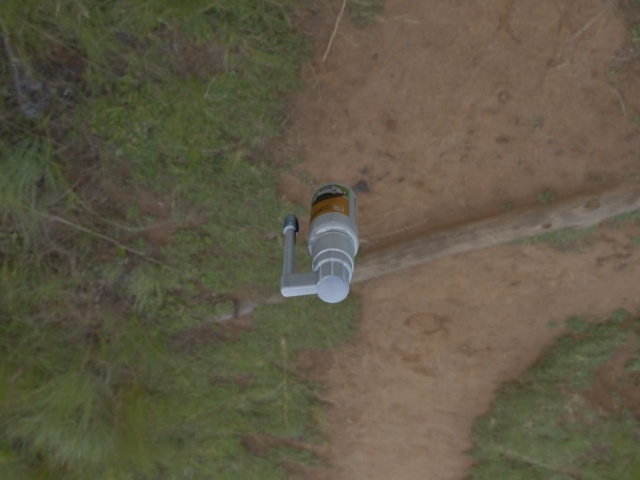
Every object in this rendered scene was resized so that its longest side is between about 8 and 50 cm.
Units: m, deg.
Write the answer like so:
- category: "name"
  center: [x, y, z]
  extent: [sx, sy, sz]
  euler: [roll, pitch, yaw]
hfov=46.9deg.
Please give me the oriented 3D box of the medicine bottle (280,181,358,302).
- category: "medicine bottle"
  center: [0.000, 0.000, 0.880]
  extent: [0.092, 0.220, 0.061]
  euler: [-4, 118, 3]
